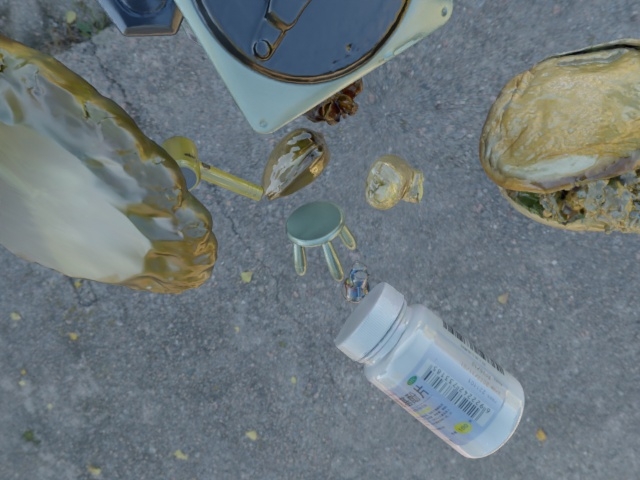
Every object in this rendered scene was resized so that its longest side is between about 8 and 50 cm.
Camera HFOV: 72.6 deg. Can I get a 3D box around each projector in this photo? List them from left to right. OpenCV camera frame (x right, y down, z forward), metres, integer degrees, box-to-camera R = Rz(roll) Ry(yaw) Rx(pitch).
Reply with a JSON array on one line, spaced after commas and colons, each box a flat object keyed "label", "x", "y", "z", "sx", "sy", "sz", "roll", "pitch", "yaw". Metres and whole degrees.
[{"label": "projector", "x": -0.016, "y": -0.270, "z": 0.409, "sx": 0.257, "sy": 0.079, "sz": 0.259, "roll": -33, "pitch": 126, "yaw": -1}]

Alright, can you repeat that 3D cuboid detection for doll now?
[{"label": "doll", "x": 0.109, "y": 0.133, "z": 1.306, "sx": 0.085, "sy": 0.114, "sz": 0.152, "roll": 0, "pitch": 142, "yaw": -5}]

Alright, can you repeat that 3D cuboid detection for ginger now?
[{"label": "ginger", "x": 0.200, "y": -0.165, "z": 1.211, "sx": 0.152, "sy": 0.267, "sz": 0.138, "roll": 38, "pitch": 123, "yaw": 30}]

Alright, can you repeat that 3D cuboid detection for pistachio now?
[{"label": "pistachio", "x": -0.088, "y": -0.239, "z": 1.369, "sx": 0.260, "sy": 0.213, "sz": 0.163, "roll": -37, "pitch": 108, "yaw": 13}]

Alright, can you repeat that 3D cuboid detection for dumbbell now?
[{"label": "dumbbell", "x": -0.314, "y": -0.457, "z": 0.769, "sx": 0.144, "sy": 0.325, "sz": 0.160, "roll": -34, "pitch": 127, "yaw": 4}]

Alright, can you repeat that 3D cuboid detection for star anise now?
[{"label": "star anise", "x": 0.051, "y": -0.405, "z": 1.278, "sx": 0.111, "sy": 0.212, "sz": 0.196, "roll": 53, "pitch": 146, "yaw": -13}]

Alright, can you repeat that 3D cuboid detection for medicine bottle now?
[{"label": "medicine bottle", "x": 0.115, "y": 0.136, "z": 0.473, "sx": 0.186, "sy": 0.103, "sz": 0.103, "roll": 39, "pitch": 108, "yaw": -1}]

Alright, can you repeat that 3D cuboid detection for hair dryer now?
[{"label": "hair dryer", "x": -0.266, "y": -0.158, "z": 1.112, "sx": 0.278, "sy": 0.135, "sz": 0.090, "roll": 20, "pitch": 118, "yaw": -35}]

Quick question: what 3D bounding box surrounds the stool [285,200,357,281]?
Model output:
[{"label": "stool", "x": 0.000, "y": 0.000, "z": 1.431, "sx": 0.195, "sy": 0.195, "sz": 0.199, "roll": 8, "pitch": 141, "yaw": 23}]

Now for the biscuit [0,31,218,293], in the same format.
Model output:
[{"label": "biscuit", "x": -0.276, "y": -0.054, "z": 0.476, "sx": 0.329, "sy": 0.078, "sz": 0.335, "roll": 2, "pitch": 133, "yaw": 22}]

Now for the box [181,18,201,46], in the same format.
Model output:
[{"label": "box", "x": -0.283, "y": -0.591, "z": 1.206, "sx": 0.250, "sy": 0.180, "sz": 0.103, "roll": 37, "pitch": 84, "yaw": 8}]

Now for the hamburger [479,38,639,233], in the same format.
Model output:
[{"label": "hamburger", "x": 0.347, "y": -0.134, "z": 0.576, "sx": 0.243, "sy": 0.286, "sz": 0.146, "roll": -38, "pitch": 135, "yaw": 17}]
